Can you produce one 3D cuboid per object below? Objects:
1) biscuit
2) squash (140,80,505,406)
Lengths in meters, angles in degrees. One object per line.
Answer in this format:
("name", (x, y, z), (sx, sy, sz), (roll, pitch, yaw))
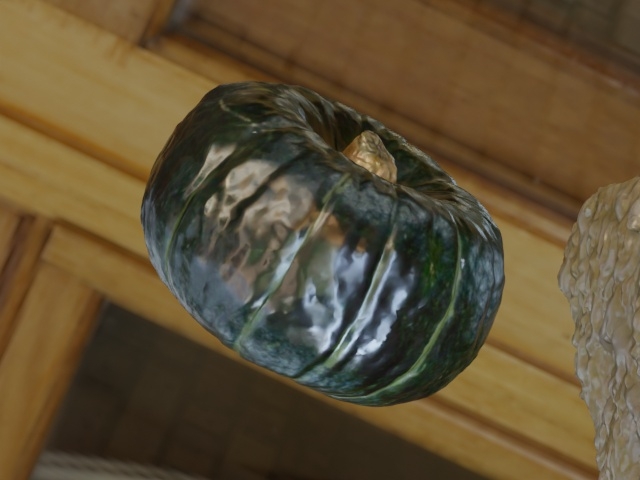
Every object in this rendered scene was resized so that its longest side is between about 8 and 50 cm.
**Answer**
("biscuit", (0.133, 0.064, 0.645), (0.133, 0.032, 0.250), (102, -11, -56))
("squash", (0.000, 0.000, 1.083), (0.165, 0.252, 0.252), (-54, -175, 10))
